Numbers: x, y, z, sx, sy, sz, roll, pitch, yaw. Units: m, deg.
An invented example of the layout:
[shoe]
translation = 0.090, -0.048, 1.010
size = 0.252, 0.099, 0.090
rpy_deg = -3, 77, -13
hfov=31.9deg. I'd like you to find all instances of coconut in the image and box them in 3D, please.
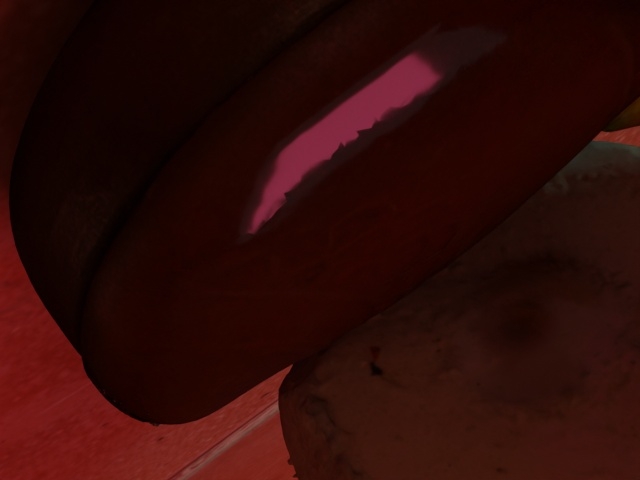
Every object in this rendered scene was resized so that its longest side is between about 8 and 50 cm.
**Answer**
[coconut]
translation = 0.136, 0.113, 0.591
size = 0.297, 0.297, 0.254
rpy_deg = -32, 141, -12

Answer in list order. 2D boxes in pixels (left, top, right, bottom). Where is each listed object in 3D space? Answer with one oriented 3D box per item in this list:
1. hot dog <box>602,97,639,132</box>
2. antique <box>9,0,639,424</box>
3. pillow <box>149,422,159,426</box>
[hot dog]
translation = 0.173, -0.112, 0.600
size = 0.076, 0.104, 0.250
rpy_deg = 2, -172, 44
[antique]
translation = 0.008, -0.050, 0.421
size = 0.278, 0.129, 0.223
rpy_deg = -39, 159, 6
[pillow]
translation = 0.000, 0.000, 0.623
size = 0.255, 0.059, 0.169
rpy_deg = -30, 158, -15
